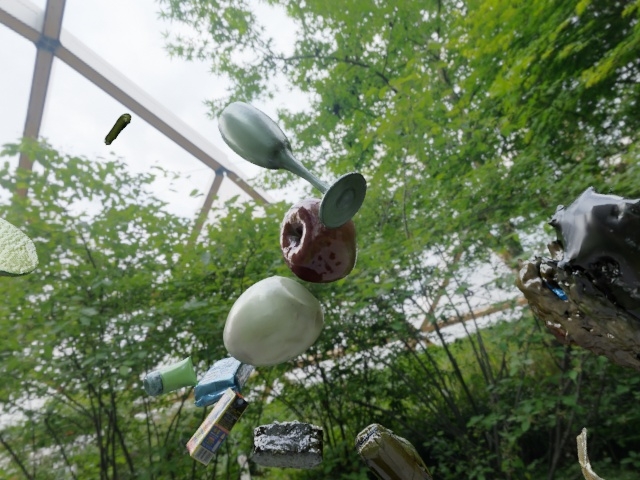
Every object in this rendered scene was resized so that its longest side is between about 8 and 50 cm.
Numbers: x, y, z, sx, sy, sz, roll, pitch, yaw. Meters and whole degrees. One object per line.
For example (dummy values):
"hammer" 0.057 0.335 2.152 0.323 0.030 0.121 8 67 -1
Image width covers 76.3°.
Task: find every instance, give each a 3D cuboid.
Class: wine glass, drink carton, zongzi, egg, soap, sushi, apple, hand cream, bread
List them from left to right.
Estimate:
"bread" -0.722 0.002 0.871 0.033 0.228 0.228 -48 -25 2
"hand cream" -0.459 0.426 1.258 0.046 0.095 0.175 -28 -15 27
"drink carton" -0.250 0.453 1.000 0.166 0.056 0.071 -52 21 -19
"soap" -0.329 0.477 1.411 0.156 0.077 0.293 -20 2 4
"egg" -0.165 0.279 1.381 0.345 0.283 0.283 -34 -20 -6
"sushi" -0.068 0.429 0.856 0.150 0.078 0.091 -3 -50 3
"wine glass" -0.043 -0.097 0.765 0.096 0.309 0.264 -43 -33 -12
"apple" 0.000 0.000 1.422 0.235 0.306 0.305 8 -32 -37
"zongzi" 0.189 0.605 1.214 0.123 0.260 0.289 -44 10 -1
"sushi" 0.396 0.063 0.553 0.225 0.238 0.219 20 -68 -30

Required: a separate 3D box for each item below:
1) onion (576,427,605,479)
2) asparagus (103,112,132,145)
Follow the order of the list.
"onion" 0.549 0.525 0.605 0.345 0.358 0.358 12 -3 34
"asparagus" -0.478 -0.256 0.954 0.108 0.025 0.021 -39 11 22
